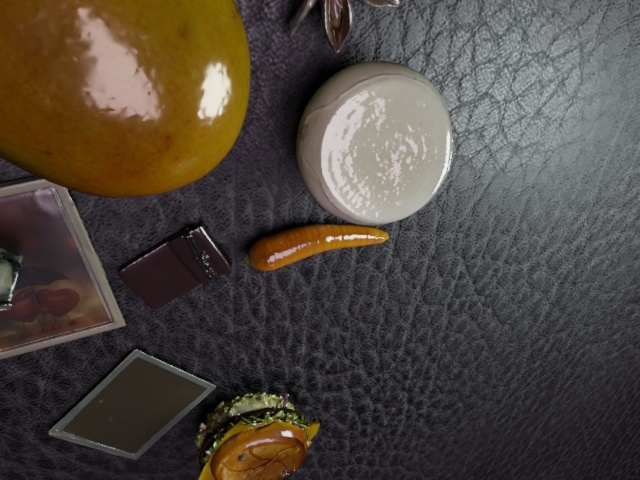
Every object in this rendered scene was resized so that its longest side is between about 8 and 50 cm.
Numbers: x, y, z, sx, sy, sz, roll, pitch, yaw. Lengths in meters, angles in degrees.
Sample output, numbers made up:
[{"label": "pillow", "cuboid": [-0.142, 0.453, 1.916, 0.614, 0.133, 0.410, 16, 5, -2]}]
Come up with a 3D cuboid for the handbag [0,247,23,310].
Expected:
[{"label": "handbag", "cuboid": [-0.598, 0.110, 0.619, 0.327, 0.162, 0.325, 17, 122, -34]}]

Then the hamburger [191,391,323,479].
[{"label": "hamburger", "cuboid": [-0.131, 0.412, 1.029, 0.262, 0.138, 0.243, 24, 113, -32]}]

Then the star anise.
[{"label": "star anise", "cuboid": [0.022, -0.353, 0.610, 0.197, 0.073, 0.212, -29, 131, 3]}]

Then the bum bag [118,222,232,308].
[{"label": "bum bag", "cuboid": [-0.236, 0.047, 0.810, 0.159, 0.026, 0.109, -31, 129, 1]}]

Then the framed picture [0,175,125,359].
[{"label": "framed picture", "cuboid": [-0.440, 0.049, 0.734, 0.211, 0.020, 0.289, -14, 126, -13]}]

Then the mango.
[{"label": "mango", "cuboid": [-0.268, -0.230, 0.485, 0.300, 0.232, 0.446, -39, 121, 10]}]

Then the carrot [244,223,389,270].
[{"label": "carrot", "cuboid": [0.001, 0.000, 0.856, 0.271, 0.062, 0.066, -15, 94, -17]}]

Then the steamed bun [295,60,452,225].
[{"label": "steamed bun", "cuboid": [0.071, -0.142, 0.728, 0.232, 0.145, 0.231, -6, 110, -15]}]

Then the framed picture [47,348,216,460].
[{"label": "framed picture", "cuboid": [-0.358, 0.322, 0.956, 0.252, 0.014, 0.197, -43, 127, 10]}]
